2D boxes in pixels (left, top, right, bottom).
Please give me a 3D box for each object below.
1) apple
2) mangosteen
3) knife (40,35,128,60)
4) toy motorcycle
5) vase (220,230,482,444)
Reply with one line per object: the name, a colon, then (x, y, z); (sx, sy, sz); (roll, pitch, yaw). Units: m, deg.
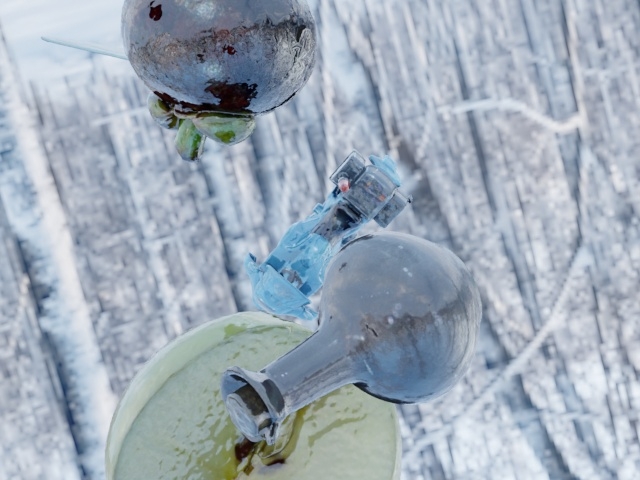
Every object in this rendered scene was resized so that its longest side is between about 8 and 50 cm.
apple: (-0.065, 0.216, 1.403); (0.257, 0.295, 0.233); (-57, -175, -9)
mangosteen: (-0.114, -0.208, 1.443); (0.216, 0.216, 0.216); (-15, -172, 2)
knife: (-0.230, -0.253, 1.951); (0.331, 0.044, 0.080); (15, -161, -2)
toy motorcycle: (0.000, 0.000, 1.790); (0.272, 0.124, 0.182); (-47, -173, 12)
vase: (0.018, 0.070, 0.888); (0.183, 0.120, 0.120); (-30, -165, -31)
